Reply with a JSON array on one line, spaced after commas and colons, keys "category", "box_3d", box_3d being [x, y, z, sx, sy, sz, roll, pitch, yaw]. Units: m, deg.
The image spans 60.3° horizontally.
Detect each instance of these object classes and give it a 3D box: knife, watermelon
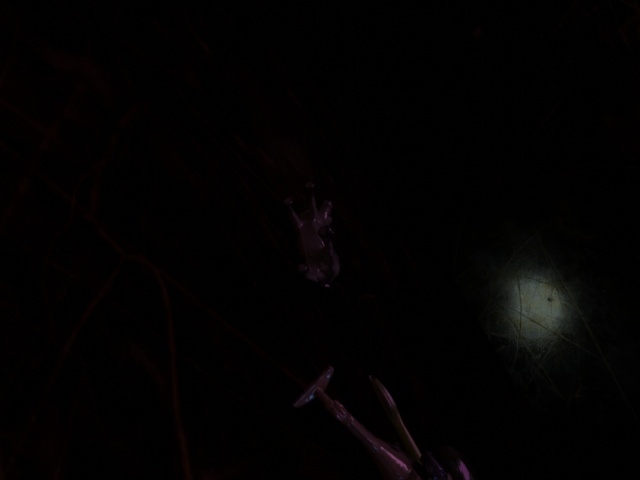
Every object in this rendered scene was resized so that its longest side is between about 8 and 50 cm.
[{"category": "knife", "box_3d": [0.125, 0.293, 0.861, 0.184, 0.022, 0.026, 61, -9, 10]}, {"category": "watermelon", "box_3d": [0.210, 0.378, 0.866, 0.111, 0.078, 0.078, 65, 17, 17]}]

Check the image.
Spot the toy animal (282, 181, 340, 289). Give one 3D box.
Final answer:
[{"category": "toy animal", "box_3d": [-0.006, 0.001, 0.913, 0.176, 0.073, 0.217, 62, 12, -52]}]

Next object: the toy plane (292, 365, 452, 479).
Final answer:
[{"category": "toy plane", "box_3d": [0.079, 0.264, 0.674, 0.286, 0.092, 0.108, 49, -3, -32]}]
